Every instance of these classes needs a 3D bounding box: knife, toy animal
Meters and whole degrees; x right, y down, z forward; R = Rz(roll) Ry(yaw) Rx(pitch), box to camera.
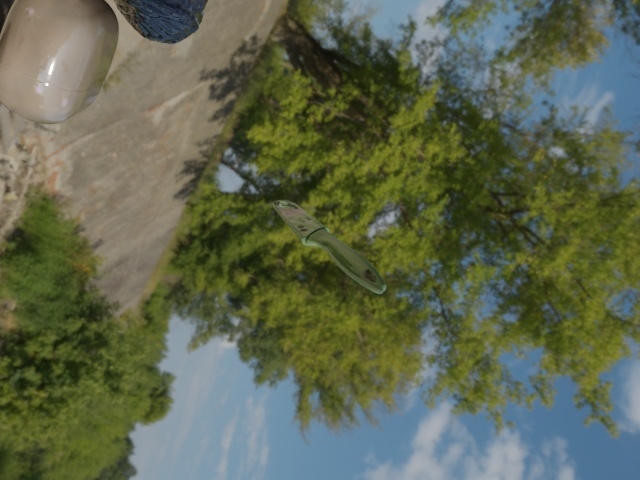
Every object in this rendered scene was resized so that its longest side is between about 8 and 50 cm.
[{"bbox_3d":[0.000,0.000,0.545,0.207,0.030,0.014,-138,-141,-58],"label":"knife"},{"bbox_3d":[-0.177,-0.326,0.793,0.185,0.122,0.298,-33,-163,19],"label":"toy animal"}]

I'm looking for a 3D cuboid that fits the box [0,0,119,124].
[{"bbox_3d":[-0.272,-0.196,0.668,0.145,0.088,0.200,-63,-166,14],"label":"box"}]
